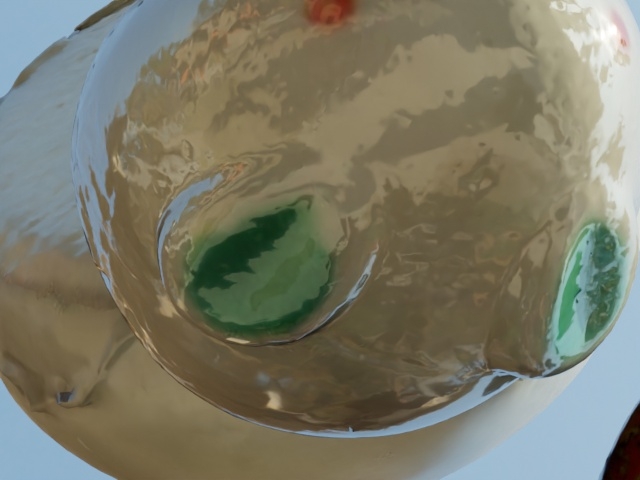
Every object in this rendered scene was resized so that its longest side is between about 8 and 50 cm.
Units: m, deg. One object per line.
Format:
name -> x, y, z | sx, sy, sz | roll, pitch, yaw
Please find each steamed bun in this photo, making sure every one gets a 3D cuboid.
steamed bun -> 0.012, -0.010, 0.566 | 0.177, 0.130, 0.228 | 7, -23, -19
steamed bun -> 0.000, 0.000, 0.981 | 0.374, 0.374, 0.241 | -17, -54, 11

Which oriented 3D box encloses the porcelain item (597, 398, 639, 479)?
porcelain item -> 0.252, 0.141, 0.802 | 0.253, 0.253, 0.253 | 2, -68, 5
